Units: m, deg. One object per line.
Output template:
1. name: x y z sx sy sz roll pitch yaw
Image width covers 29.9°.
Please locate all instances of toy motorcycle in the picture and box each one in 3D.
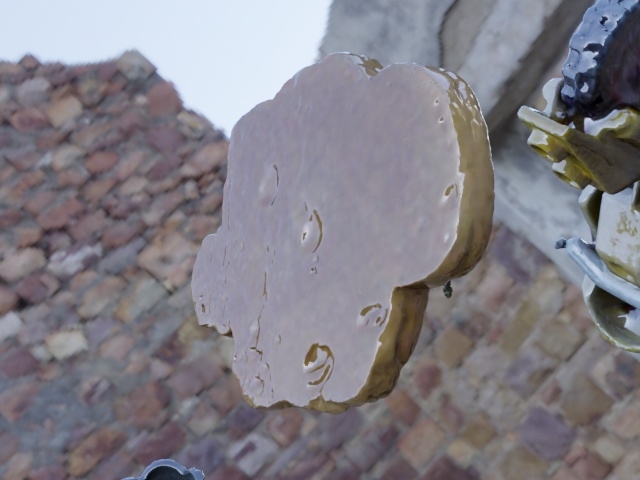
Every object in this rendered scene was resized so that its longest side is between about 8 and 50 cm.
1. toy motorcycle: 0.158 -0.021 0.565 0.130 0.094 0.229 -54 -40 1

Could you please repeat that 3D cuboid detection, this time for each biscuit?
1. biscuit: 0.004 0.000 0.918 0.051 0.269 0.376 8 -21 -34

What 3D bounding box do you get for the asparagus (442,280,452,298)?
1. asparagus: 0.144 0.013 1.404 0.016 0.013 0.166 -13 -45 -4

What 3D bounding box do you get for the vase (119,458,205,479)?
1. vase: -0.134 0.353 1.249 0.115 0.115 0.237 -40 -56 -33
